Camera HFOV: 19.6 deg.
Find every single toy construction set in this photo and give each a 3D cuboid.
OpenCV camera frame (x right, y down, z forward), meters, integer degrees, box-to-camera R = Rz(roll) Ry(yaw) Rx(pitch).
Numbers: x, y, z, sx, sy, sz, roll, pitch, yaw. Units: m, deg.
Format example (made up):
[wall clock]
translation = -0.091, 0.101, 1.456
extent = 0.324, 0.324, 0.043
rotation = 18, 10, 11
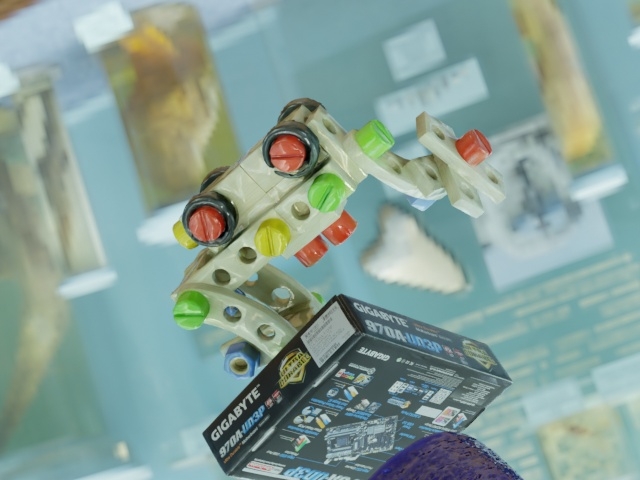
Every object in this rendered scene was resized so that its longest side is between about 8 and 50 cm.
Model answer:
[toy construction set]
translation = 0.000, 0.000, 1.614
extent = 0.328, 0.215, 0.151
rotation = -42, -169, 12

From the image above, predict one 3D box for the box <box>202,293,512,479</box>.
[box]
translation = 0.036, 0.141, 1.565
extent = 0.175, 0.051, 0.220
rotation = -47, 142, 20

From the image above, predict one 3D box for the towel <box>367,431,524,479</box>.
[towel]
translation = 0.060, 0.234, 1.071
extent = 0.227, 0.076, 0.308
rotation = -49, -158, -2
